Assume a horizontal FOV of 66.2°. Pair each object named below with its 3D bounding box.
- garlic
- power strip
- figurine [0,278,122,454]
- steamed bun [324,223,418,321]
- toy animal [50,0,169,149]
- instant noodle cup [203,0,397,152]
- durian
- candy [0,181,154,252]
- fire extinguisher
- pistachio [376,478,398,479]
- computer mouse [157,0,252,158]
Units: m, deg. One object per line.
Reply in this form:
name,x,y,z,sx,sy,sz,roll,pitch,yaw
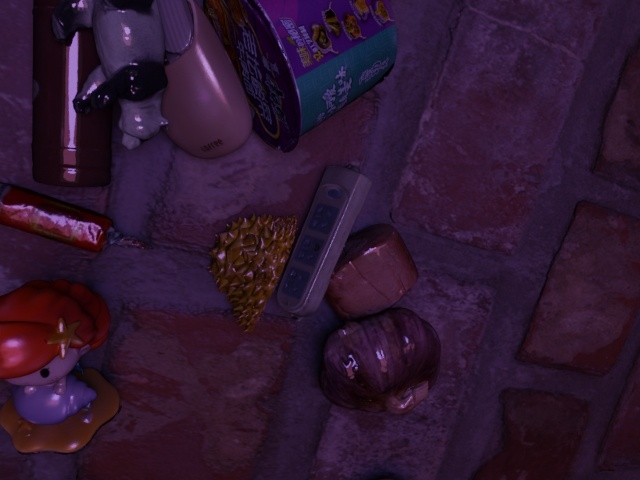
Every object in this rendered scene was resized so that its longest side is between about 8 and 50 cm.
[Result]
garlic,0.107,0.234,0.880,0.245,0.160,0.245,-12,146,-8
power strip,0.002,0.001,0.832,0.048,0.080,0.285,26,86,-48
figurine,-0.387,0.155,0.691,0.181,0.208,0.257,25,129,16
steamed bun,0.082,0.060,0.889,0.175,0.106,0.144,-32,117,6
toy animal,-0.252,-0.227,0.619,0.121,0.094,0.225,-23,116,-42
instant noodle cup,-0.023,-0.280,0.705,0.190,0.251,0.251,-31,111,-19
durian,-0.103,0.046,0.821,0.182,0.165,0.132,-41,146,19
candy,-0.389,-0.031,0.715,0.292,0.086,0.059,20,88,-23
fire extinguisher,-0.351,-0.252,0.672,0.138,0.102,0.343,9,102,14
pistachio,0.120,0.633,1.010,0.188,0.187,0.299,17,103,-22
computer mouse,-0.192,-0.229,0.707,0.145,0.082,0.236,-14,113,26
